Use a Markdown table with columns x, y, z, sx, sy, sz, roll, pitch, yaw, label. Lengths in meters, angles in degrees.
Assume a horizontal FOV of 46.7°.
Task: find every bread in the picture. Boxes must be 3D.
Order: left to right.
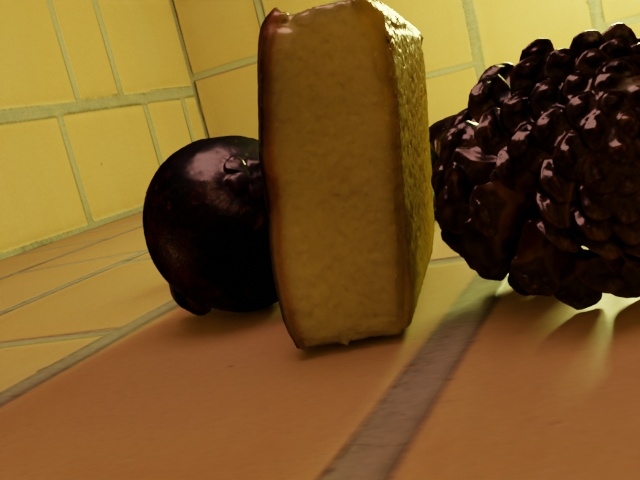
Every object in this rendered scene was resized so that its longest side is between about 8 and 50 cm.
| x | y | z | sx | sy | sz | roll | pitch | yaw | label |
| --- | --- | --- | --- | --- | --- | --- | --- | --- | --- |
| 0.040 | -0.083 | 0.806 | 0.143 | 0.324 | 0.333 | -3 | 10 | 13 | bread |

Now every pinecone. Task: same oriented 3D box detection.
| x | y | z | sx | sy | sz | roll | pitch | yaw | label |
| --- | --- | --- | --- | --- | --- | --- | --- | --- | --- |
| 0.218 | -0.050 | 0.692 | 0.246 | 0.247 | 0.292 | -16 | -6 | -14 | pinecone |

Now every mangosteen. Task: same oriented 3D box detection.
| x | y | z | sx | sy | sz | roll | pitch | yaw | label |
| --- | --- | --- | --- | --- | --- | --- | --- | --- | --- |
| -0.119 | -0.009 | 0.955 | 0.228 | 0.228 | 0.265 | -19 | -21 | -29 | mangosteen |

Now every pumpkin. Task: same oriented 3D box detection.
| x | y | z | sx | sy | sz | roll | pitch | yaw | label |
| --- | --- | --- | --- | --- | --- | --- | --- | --- | --- |
| 0.257 | -0.210 | 1.456 | 0.253 | 0.149 | 0.130 | -25 | -35 | 15 | pumpkin |

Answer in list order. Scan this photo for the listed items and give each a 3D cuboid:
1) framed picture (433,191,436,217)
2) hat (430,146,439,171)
| x | y | z | sx | sy | sz | roll | pitch | yaw | label |
| --- | --- | --- | --- | --- | --- | --- | --- | --- | --- |
| 0.215 | -0.071 | 1.415 | 0.346 | 0.016 | 0.265 | -8 | 12 | 38 | framed picture |
| -0.006 | -0.050 | 1.281 | 0.382 | 0.257 | 0.366 | -56 | 17 | -4 | hat |
